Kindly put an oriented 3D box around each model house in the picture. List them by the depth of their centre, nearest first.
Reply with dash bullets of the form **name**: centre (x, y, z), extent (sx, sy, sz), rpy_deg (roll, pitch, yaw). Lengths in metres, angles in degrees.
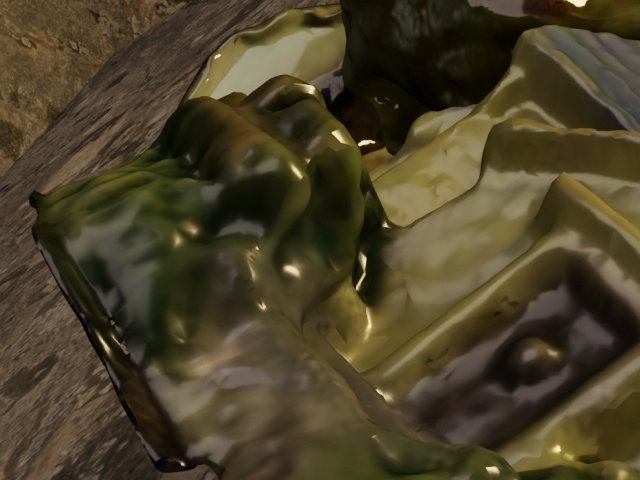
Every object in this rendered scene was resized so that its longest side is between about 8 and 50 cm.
- **model house**: centre (0.100, 0.029, 0.440), extent (0.266, 0.261, 0.321), rpy_deg (-34, 43, -3)

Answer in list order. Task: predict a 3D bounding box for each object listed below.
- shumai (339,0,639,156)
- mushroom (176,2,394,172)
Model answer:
- **shumai**: centre (0.131, -0.007, 0.741), extent (0.309, 0.304, 0.263), rpy_deg (36, 108, 46)
- **mushroom**: centre (0.000, 0.002, 0.941), extent (0.247, 0.130, 0.344), rpy_deg (-10, 53, 7)
